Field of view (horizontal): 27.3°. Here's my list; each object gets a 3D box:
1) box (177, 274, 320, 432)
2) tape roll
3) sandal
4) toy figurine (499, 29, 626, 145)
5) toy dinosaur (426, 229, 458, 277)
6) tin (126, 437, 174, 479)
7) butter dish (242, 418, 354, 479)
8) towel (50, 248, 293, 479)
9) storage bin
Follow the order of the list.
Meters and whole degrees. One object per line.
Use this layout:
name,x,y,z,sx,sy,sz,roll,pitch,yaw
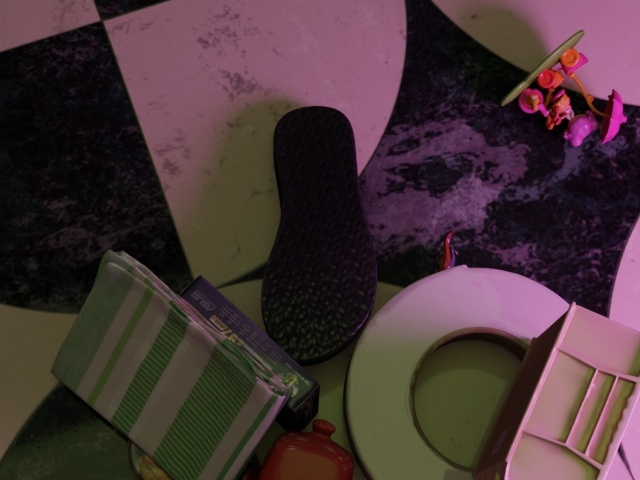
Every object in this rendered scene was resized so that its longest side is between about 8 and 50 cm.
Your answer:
box,-0.102,0.167,1.870,0.232,0.183,0.059,41,74,12
tape roll,0.225,0.230,1.889,0.392,0.072,0.392,1,77,-3
sandal,0.002,-0.001,1.987,0.167,0.107,0.446,1,57,2
toy figurine,0.397,-0.213,2.068,0.173,0.130,0.159,-41,84,8
toy dinosaur,0.179,0.044,1.984,0.047,0.090,0.082,0,37,15
tin,-0.198,0.338,1.884,0.106,0.040,0.190,-36,74,-9
butter dish,-0.012,0.305,1.822,0.160,0.160,0.118,18,90,6
towel,-0.215,0.194,1.819,0.325,0.038,0.248,38,118,15
storage bin,0.309,0.238,1.720,0.123,0.262,0.260,25,76,3
